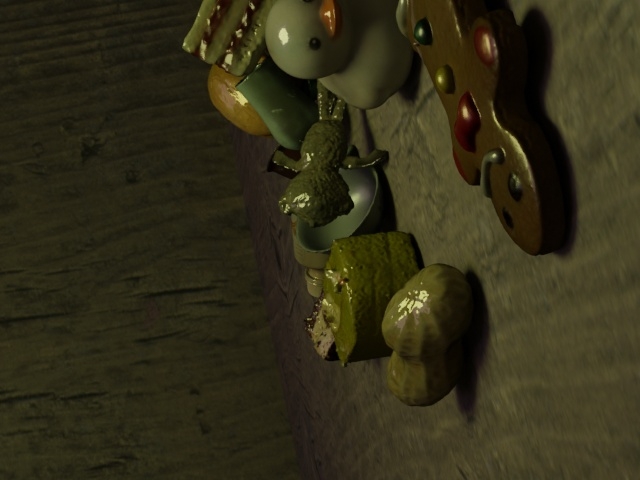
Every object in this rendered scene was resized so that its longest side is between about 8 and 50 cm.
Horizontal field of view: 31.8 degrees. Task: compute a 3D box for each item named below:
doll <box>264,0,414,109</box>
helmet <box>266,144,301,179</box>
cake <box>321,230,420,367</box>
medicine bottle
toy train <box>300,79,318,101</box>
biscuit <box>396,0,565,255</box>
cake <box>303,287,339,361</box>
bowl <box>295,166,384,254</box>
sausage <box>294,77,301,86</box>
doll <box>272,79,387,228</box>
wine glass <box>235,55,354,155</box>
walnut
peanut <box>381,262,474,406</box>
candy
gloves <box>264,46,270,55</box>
[{"bbox_3d":[0.019,-0.292,1.628,0.251,0.221,0.221,137,122,-78],"label":"doll"},{"bbox_3d":[-0.023,-0.171,2.191,0.155,0.106,0.175,-55,-6,23],"label":"helmet"},{"bbox_3d":[0.083,0.104,1.845,0.260,0.156,0.179,99,165,-65],"label":"cake"},{"bbox_3d":[0.000,0.000,2.277,0.114,0.114,0.252,-114,17,-54],"label":"medicine bottle"},{"bbox_3d":[-0.011,-0.306,2.202,0.038,0.056,0.093,61,164,18],"label":"toy train"},{"bbox_3d":[0.168,-0.172,1.272,0.283,0.064,0.432,90,164,-63],"label":"biscuit"},{"bbox_3d":[0.082,0.111,2.145,0.112,0.135,0.246,53,124,43],"label":"cake"},{"bbox_3d":[0.054,-0.040,1.941,0.086,0.189,0.189,36,-162,-33],"label":"bowl"},{"bbox_3d":[-0.097,-0.425,2.405,0.317,0.125,0.117,-105,11,-45],"label":"sausage"},{"bbox_3d":[0.001,-0.163,1.921,0.091,0.203,0.285,61,-170,-66],"label":"doll"},{"bbox_3d":[-0.050,-0.226,2.061,0.231,0.103,0.103,49,175,-11],"label":"wine glass"},{"bbox_3d":[-0.125,-0.288,2.193,0.207,0.159,0.159,44,157,17],"label":"walnut"},{"bbox_3d":[0.146,0.143,1.579,0.274,0.125,0.111,91,163,-45],"label":"peanut"},{"bbox_3d":[-0.112,-0.453,1.964,0.320,0.135,0.179,-61,7,10],"label":"candy"},{"bbox_3d":[-0.045,-0.375,2.141,0.111,0.128,0.212,56,-168,-8],"label":"gloves"}]
